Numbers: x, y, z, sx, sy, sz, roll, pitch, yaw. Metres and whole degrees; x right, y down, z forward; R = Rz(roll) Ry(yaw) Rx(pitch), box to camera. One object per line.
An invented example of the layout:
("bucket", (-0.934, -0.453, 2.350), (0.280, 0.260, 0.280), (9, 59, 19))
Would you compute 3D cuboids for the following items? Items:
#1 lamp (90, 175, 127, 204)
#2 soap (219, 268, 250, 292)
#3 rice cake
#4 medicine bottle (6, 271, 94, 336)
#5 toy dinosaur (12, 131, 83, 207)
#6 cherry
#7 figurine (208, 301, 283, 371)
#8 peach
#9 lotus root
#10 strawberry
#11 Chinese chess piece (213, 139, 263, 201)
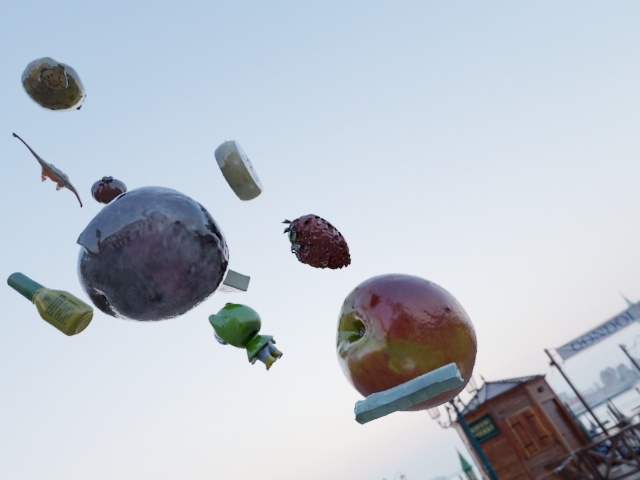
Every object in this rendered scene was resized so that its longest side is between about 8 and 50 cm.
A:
("lamp", (-0.626, -0.146, 1.366), (0.101, 0.101, 0.090), (-9, -55, -29))
("soap", (-0.337, 0.138, 1.604), (0.121, 0.063, 0.183), (25, -21, -29))
("rice cake", (0.088, 0.158, 0.473), (0.121, 0.022, 0.021), (-29, -73, 18))
("medicine bottle", (-0.739, 0.163, 1.249), (0.095, 0.261, 0.064), (-57, -12, -25))
("toy dinosaur", (-0.832, -0.212, 1.413), (0.101, 0.055, 0.279), (-7, -43, 43))
("cherry", (-0.226, 0.024, 0.626), (0.195, 0.195, 0.195), (-20, -31, -13))
("figurine", (-0.240, 0.309, 1.506), (0.162, 0.263, 0.143), (-39, -19, -46))
("peach", (0.234, 0.270, 1.235), (0.388, 0.388, 0.388), (-20, -31, -13))
("lotus root", (-0.732, -0.424, 1.275), (0.154, 0.257, 0.140), (28, -89, -26))
("strawberry", (-0.003, -0.001, 1.142), (0.140, 0.192, 0.085), (-33, -11, -46))
("Chinese chess piece", (-0.337, -0.288, 1.917), (0.102, 0.273, 0.273), (-29, -30, 3))
